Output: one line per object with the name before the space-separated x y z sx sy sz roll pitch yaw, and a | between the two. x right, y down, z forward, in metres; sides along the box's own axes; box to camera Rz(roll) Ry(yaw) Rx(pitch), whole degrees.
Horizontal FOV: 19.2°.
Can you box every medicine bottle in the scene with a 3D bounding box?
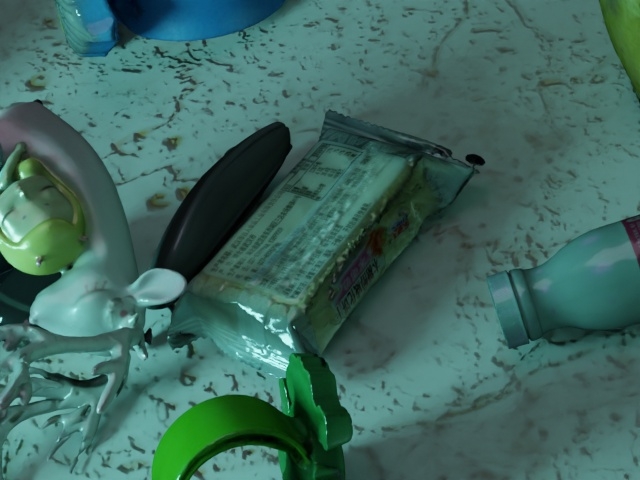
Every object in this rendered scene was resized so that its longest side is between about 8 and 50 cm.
medicine bottle | 0.255 0.031 1.637 0.216 0.090 0.090 -18 40 4

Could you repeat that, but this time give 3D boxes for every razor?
razor | -0.262 0.044 1.865 0.090 0.054 0.148 21 55 33

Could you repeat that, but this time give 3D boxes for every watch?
watch | -0.169 -0.325 2.130 0.274 0.241 0.305 -4 41 -2
watch | -0.061 0.178 1.547 0.152 0.165 0.131 -8 26 -13

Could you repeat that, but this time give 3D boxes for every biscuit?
biscuit | 0.004 0.001 1.785 0.186 0.079 0.309 16 51 33

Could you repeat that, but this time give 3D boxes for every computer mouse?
computer mouse | -0.107 -0.029 1.845 0.057 0.120 0.232 36 58 0

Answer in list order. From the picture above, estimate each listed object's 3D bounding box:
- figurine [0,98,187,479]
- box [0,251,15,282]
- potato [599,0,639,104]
figurine | -0.271 0.062 1.716 0.284 0.206 0.315 -32 62 -31
box | -0.337 -0.005 1.951 0.074 0.054 0.099 -24 39 -8
potato | 0.456 -0.335 1.777 0.442 0.319 0.385 -43 37 -22
